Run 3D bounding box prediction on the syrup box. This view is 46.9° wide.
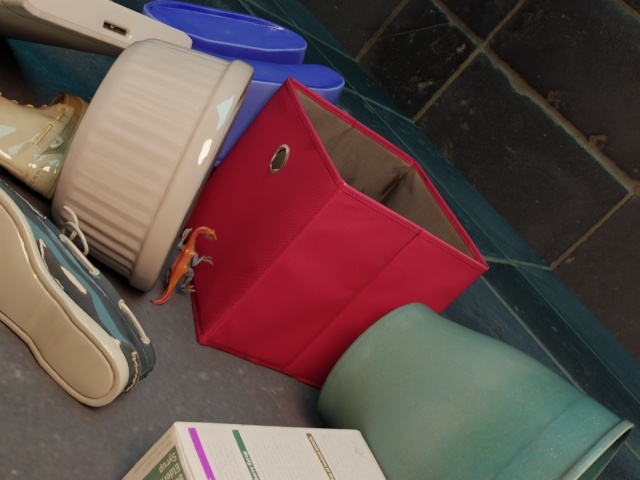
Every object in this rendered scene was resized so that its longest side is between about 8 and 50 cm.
[{"bbox_3d":[-0.047,0.224,0.639,0.237,0.093,0.096,19,31,-46],"label":"syrup box"}]

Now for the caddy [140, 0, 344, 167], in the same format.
[{"bbox_3d":[-0.135,-0.207,1.070,0.341,0.179,0.241,-2,41,-40],"label":"caddy"}]

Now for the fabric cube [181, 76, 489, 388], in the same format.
[{"bbox_3d":[0.000,0.000,0.942,0.259,0.258,0.254,28,26,-35],"label":"fabric cube"}]

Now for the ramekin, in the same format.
[{"bbox_3d":[-0.183,-0.091,0.800,0.127,0.273,0.273,26,23,-9],"label":"ramekin"}]

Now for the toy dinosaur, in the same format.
[{"bbox_3d":[-0.148,0.024,0.840,0.047,0.082,0.090,23,35,-3],"label":"toy dinosaur"}]

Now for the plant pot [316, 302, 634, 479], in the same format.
[{"bbox_3d":[0.142,0.211,0.795,0.255,0.271,0.272,42,18,28],"label":"plant pot"}]

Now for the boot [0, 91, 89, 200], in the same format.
[{"bbox_3d":[-0.356,-0.143,0.846,0.165,0.077,0.213,27,25,-28],"label":"boot"}]

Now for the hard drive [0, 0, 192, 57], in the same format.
[{"bbox_3d":[-0.363,-0.274,0.880,0.353,0.047,0.233,17,6,30],"label":"hard drive"}]

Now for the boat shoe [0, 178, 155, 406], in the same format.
[{"bbox_3d":[-0.245,0.032,0.665,0.254,0.095,0.079,45,22,5],"label":"boat shoe"}]
